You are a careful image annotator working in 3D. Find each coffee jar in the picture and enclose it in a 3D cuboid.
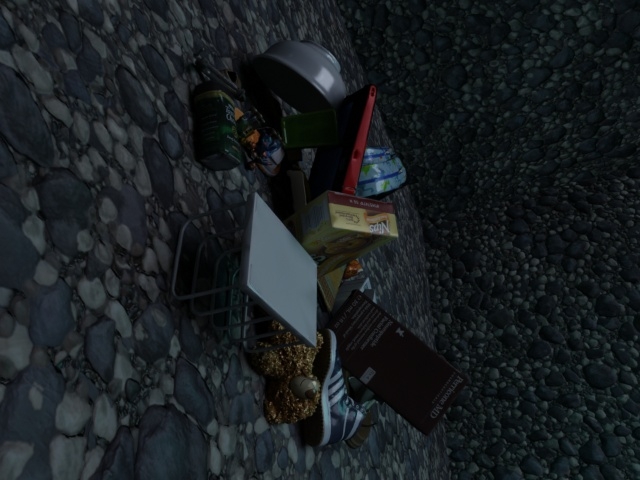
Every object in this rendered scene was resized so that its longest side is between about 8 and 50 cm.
[{"bbox_3d":[-0.226,-0.252,1.221,0.096,0.079,0.185,30,48,-67],"label":"coffee jar"}]

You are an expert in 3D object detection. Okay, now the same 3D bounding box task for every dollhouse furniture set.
[{"bbox_3d":[-0.014,-0.195,1.571,0.197,0.151,0.302,-42,125,-88],"label":"dollhouse furniture set"}]

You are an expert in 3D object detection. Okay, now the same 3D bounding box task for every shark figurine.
[{"bbox_3d":[0.115,0.453,1.621,0.116,0.166,0.278,51,38,3],"label":"shark figurine"}]

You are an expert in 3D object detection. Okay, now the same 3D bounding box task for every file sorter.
[{"bbox_3d":[-0.138,0.080,1.083,0.278,0.173,0.193,53,30,-50],"label":"file sorter"}]

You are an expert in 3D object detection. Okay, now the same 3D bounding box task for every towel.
[{"bbox_3d":[0.010,0.024,1.799,0.370,0.040,0.272,-67,138,-59],"label":"towel"}]

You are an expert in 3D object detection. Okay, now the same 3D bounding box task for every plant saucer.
[{"bbox_3d":[-0.136,-0.403,1.707,0.083,0.015,0.084,-14,90,-73],"label":"plant saucer"},{"bbox_3d":[0.103,0.494,1.721,0.278,0.041,0.278,-13,90,-72],"label":"plant saucer"}]

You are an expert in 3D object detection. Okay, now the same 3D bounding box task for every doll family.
[{"bbox_3d":[-0.165,-0.241,1.362,0.193,0.111,0.076,45,0,-38],"label":"doll family"}]

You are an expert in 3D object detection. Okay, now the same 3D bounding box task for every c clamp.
[{"bbox_3d":[-0.226,-0.363,1.252,0.160,0.137,0.022,37,82,-29],"label":"c clamp"}]

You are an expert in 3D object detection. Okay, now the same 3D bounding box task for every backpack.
[{"bbox_3d":[0.159,-0.240,2.086,0.355,0.290,0.274,-52,133,-56],"label":"backpack"}]

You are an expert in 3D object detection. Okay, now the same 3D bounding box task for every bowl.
[{"bbox_3d":[-0.037,-0.474,1.592,0.134,0.297,0.298,-57,149,-6],"label":"bowl"}]

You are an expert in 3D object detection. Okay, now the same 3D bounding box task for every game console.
[{"bbox_3d":[0.045,-0.255,1.616,0.386,0.060,0.342,-163,-96,-74],"label":"game console"}]

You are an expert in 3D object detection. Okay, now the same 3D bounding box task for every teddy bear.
[{"bbox_3d":[-0.069,0.240,1.277,0.245,0.113,0.338,50,31,-50],"label":"teddy bear"}]

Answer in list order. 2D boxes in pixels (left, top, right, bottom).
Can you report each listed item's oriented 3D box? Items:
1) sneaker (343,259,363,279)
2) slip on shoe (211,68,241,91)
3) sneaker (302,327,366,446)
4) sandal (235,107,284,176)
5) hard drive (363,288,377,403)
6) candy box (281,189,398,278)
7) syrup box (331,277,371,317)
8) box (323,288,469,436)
[{"bbox_3d":[0.104,0.099,2.009,0.067,0.064,0.175,59,11,8],"label":"sneaker"},{"bbox_3d":[-0.225,-0.405,1.399,0.135,0.041,0.052,-13,89,-72],"label":"slip on shoe"},{"bbox_3d":[0.038,0.369,1.409,0.153,0.099,0.282,15,74,-40],"label":"sneaker"},{"bbox_3d":[-0.147,-0.259,1.465,0.265,0.076,0.102,47,34,-57],"label":"sandal"},{"bbox_3d":[0.160,0.335,1.760,0.203,0.040,0.308,-72,155,-50],"label":"hard drive"},{"bbox_3d":[0.000,0.000,1.256,0.182,0.316,0.088,9,66,-35],"label":"candy box"},{"bbox_3d":[0.108,0.203,1.860,0.237,0.096,0.093,-37,114,-70],"label":"syrup box"},{"bbox_3d":[0.182,0.324,1.505,0.381,0.191,0.143,38,-8,2],"label":"box"}]
